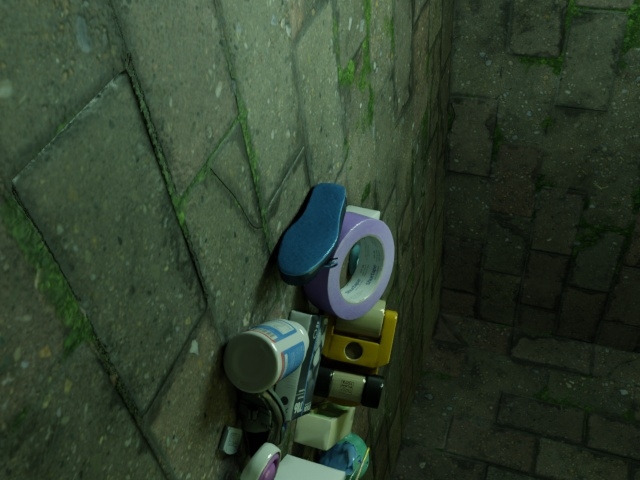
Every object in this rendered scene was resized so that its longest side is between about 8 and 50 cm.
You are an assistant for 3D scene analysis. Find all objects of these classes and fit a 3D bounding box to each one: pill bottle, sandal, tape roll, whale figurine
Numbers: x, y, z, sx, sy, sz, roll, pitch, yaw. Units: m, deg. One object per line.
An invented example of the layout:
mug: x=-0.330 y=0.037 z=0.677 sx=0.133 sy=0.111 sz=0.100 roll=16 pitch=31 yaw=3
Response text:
pill bottle: x=-0.102 y=0.231 z=1.397 sx=0.221 sy=0.124 sz=0.124 roll=-8 pitch=107 yaw=-71
sandal: x=-0.135 y=0.632 z=1.502 sx=0.169 sy=0.102 sz=0.416 roll=-42 pitch=148 yaw=-47
tape roll: x=0.078 y=0.066 z=1.759 sx=0.275 sy=0.090 sz=0.274 roll=-21 pitch=119 yaw=-43
whale figurine: x=0.079 y=0.723 z=2.214 sx=0.272 sy=0.141 sz=0.216 roll=52 pitch=51 yaw=-66

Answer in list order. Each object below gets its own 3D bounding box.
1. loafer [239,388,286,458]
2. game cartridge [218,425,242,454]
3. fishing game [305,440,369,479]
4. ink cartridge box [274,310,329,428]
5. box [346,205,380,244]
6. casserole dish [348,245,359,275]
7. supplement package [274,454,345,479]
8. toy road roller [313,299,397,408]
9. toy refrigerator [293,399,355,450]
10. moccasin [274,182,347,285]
loafer: x=-0.131 y=0.404 z=1.468 sx=0.084 sy=0.096 sz=0.267 roll=-54 pitch=154 yaw=-34
game cartridge: x=-0.190 y=0.422 z=1.414 sx=0.083 sy=0.017 sz=0.056 roll=57 pitch=43 yaw=-65
fishing game: x=0.034 y=0.656 z=1.909 sx=0.041 sy=0.264 sz=0.189 roll=48 pitch=42 yaw=-19
ink cartridge box: x=-0.058 y=0.347 z=1.705 sx=0.165 sy=0.065 sz=0.332 roll=21 pitch=81 yaw=-73
box: x=0.107 y=-0.043 z=1.920 sx=0.101 sy=0.102 sz=0.087 roll=-34 pitch=134 yaw=-65
casserole dish: x=0.130 y=0.052 z=2.156 sx=0.188 sy=0.037 sz=0.114 roll=-39 pitch=137 yaw=-65
supplement package: x=-0.057 y=0.748 z=1.747 sx=0.175 sy=0.178 sz=0.292 roll=-22 pitch=122 yaw=-69
toy road roller: x=0.095 y=0.321 z=1.963 sx=0.240 sy=0.203 sz=0.329 roll=16 pitch=85 yaw=-87
toy refrigerator: x=0.018 y=0.538 z=1.983 sx=0.269 sy=0.102 sz=0.094 roll=16 pitch=85 yaw=-72
moccasin: x=0.000 y=0.000 z=1.562 sx=0.342 sy=0.138 sz=0.116 roll=-59 pitch=158 yaw=-46
